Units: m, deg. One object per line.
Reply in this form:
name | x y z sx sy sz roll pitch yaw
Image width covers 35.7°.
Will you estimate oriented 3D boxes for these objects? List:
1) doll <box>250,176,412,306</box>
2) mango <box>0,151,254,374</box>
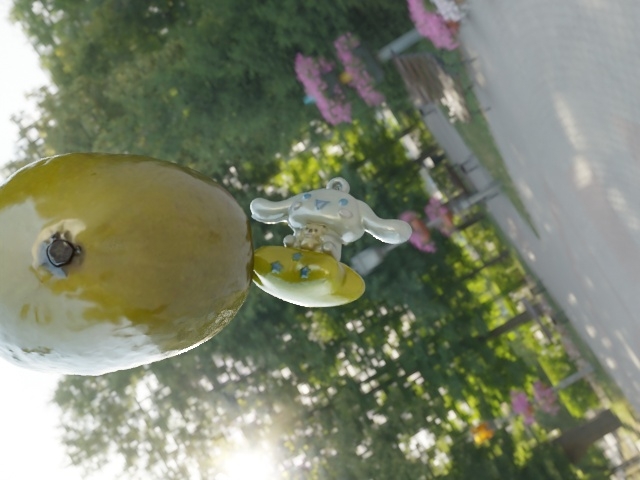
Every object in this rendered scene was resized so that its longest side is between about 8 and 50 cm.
doll | 0.007 0.001 0.802 0.071 0.135 0.113 63 -161 -55
mango | -0.146 0.027 0.700 0.331 0.195 0.142 119 140 -75
